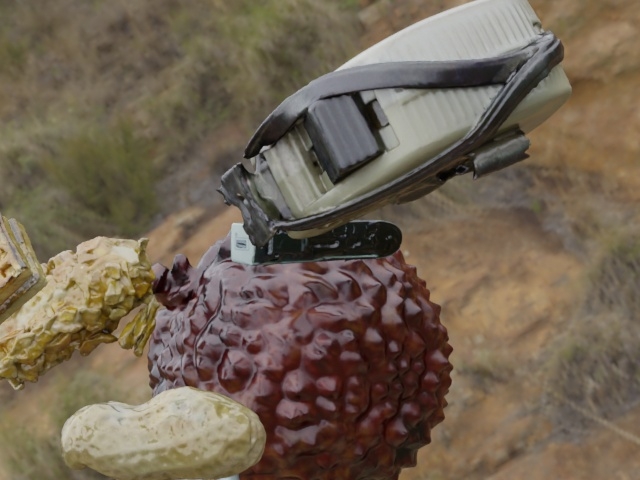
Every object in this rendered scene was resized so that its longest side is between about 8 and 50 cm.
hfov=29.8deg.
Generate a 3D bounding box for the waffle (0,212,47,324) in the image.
[{"bbox_3d":[-0.358,0.051,1.239,0.148,0.042,0.102,-41,53,8],"label":"waffle"}]

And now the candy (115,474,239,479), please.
[{"bbox_3d":[-0.152,0.257,1.187,0.174,0.071,0.138,-42,38,21],"label":"candy"}]

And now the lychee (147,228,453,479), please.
[{"bbox_3d":[-0.052,0.157,1.682,0.425,0.499,0.425,-54,20,31],"label":"lychee"}]

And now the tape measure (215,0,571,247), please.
[{"bbox_3d":[0.073,-0.094,0.997,0.271,0.133,0.231,-22,-6,-24],"label":"tape measure"}]

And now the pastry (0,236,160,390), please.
[{"bbox_3d":[-0.306,0.088,1.489,0.250,0.102,0.154,-27,48,-5],"label":"pastry"}]

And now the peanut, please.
[{"bbox_3d":[-0.133,0.163,1.016,0.174,0.080,0.080,-3,19,2],"label":"peanut"}]

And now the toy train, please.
[{"bbox_3d":[0.000,0.000,1.459,0.233,0.052,0.051,-3,7,-39],"label":"toy train"}]
